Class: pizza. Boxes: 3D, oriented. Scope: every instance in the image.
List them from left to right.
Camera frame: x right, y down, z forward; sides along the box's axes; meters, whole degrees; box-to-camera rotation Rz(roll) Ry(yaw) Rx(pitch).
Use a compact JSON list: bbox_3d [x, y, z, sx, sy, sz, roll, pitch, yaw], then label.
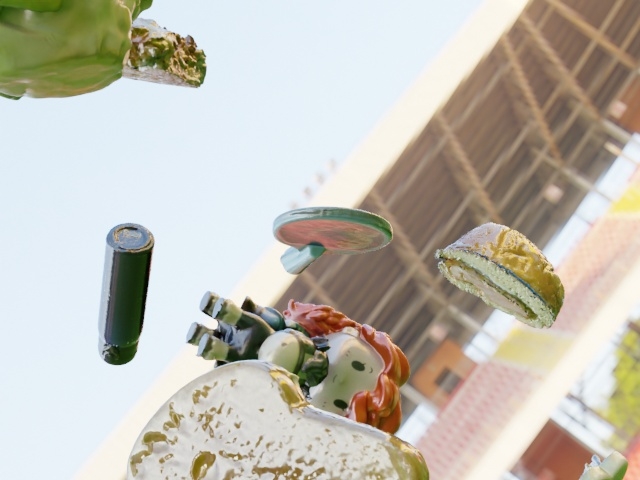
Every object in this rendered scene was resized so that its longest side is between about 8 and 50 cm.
[{"bbox_3d":[-0.254,-0.256,1.891,0.289,0.228,0.081,9,-88,-28],"label":"pizza"}]

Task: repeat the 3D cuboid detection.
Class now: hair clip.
[{"bbox_3d":[0.446,0.411,2.378,0.159,0.071,0.218,-59,-18,4],"label":"hair clip"}]

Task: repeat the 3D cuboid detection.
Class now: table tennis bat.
[{"bbox_3d":[0.000,0.000,1.823,0.237,0.149,0.038,144,132,-65],"label":"table tennis bat"}]

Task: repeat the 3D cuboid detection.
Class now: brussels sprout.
[{"bbox_3d":[-0.342,-0.320,1.598,0.344,0.344,0.268,-52,-7,-3],"label":"brussels sprout"}]

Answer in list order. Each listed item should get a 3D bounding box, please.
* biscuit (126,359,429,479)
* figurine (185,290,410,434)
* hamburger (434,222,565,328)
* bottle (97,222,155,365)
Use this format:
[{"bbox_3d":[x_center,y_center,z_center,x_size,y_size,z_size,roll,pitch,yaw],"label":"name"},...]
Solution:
[{"bbox_3d":[-0.024,0.263,1.345,0.287,0.344,0.057,-38,-19,19],"label":"biscuit"},{"bbox_3d":[-0.038,0.210,2.505,0.411,0.306,0.241,33,-113,-47],"label":"figurine"},{"bbox_3d":[0.244,0.027,1.865,0.102,0.176,0.087,-56,-15,-25],"label":"hamburger"},{"bbox_3d":[-0.300,0.088,2.198,0.082,0.072,0.244,-67,-8,-49],"label":"bottle"}]
